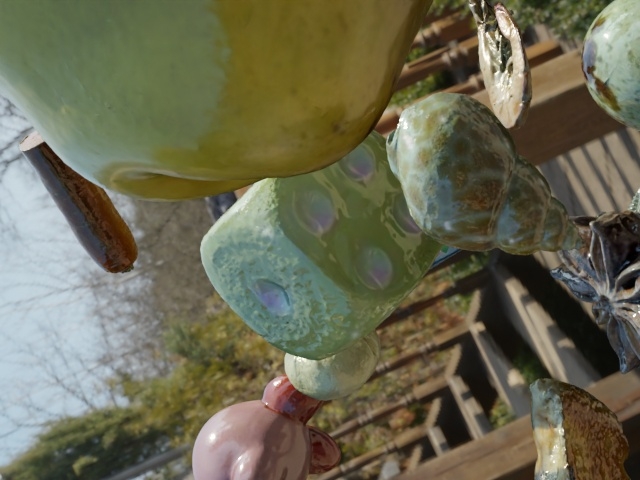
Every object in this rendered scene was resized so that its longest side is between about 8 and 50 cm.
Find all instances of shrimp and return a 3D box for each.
[{"bbox_3d":[0.248,-0.263,1.181,0.133,0.053,0.236,73,-171,-65],"label":"shrimp"}]

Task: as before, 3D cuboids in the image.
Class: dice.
[{"bbox_3d":[0.000,0.000,1.218,0.252,0.250,0.254,46,143,-6],"label":"dice"}]

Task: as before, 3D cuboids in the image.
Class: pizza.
[{"bbox_3d":[0.308,0.320,1.018,0.189,0.071,0.297,19,-119,-41],"label":"pizza"}]

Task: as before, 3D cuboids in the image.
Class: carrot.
[{"bbox_3d":[-0.304,-0.045,1.112,0.225,0.067,0.067,65,178,-34],"label":"carrot"}]

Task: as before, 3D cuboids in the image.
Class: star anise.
[{"bbox_3d":[0.380,0.054,1.037,0.223,0.109,0.236,57,169,-8],"label":"star anise"}]

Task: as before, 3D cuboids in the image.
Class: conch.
[{"bbox_3d":[0.133,-0.047,0.759,0.173,0.116,0.106,56,180,-23],"label":"conch"}]

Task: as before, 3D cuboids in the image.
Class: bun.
[{"bbox_3d":[0.015,0.177,1.422,0.111,0.164,0.188,60,-159,-23],"label":"bun"}]

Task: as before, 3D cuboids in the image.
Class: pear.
[{"bbox_3d":[-0.091,-0.232,0.537,0.362,0.362,0.418,127,131,-86],"label":"pear"}]

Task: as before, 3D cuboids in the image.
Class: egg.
[{"bbox_3d":[0.410,-0.199,0.963,0.169,0.231,0.169,-171,90,-90],"label":"egg"}]

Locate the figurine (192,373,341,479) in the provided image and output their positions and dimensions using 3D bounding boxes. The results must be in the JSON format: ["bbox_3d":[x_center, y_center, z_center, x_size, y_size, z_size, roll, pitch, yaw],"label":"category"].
[{"bbox_3d":[-0.117,0.390,1.561,0.211,0.261,0.269,12,137,26],"label":"figurine"}]

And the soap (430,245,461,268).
[{"bbox_3d":[0.171,-0.024,1.511,0.156,0.293,0.077,58,-174,3],"label":"soap"}]

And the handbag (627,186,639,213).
[{"bbox_3d":[0.643,0.021,1.348,0.341,0.240,0.247,30,-166,-13],"label":"handbag"}]
